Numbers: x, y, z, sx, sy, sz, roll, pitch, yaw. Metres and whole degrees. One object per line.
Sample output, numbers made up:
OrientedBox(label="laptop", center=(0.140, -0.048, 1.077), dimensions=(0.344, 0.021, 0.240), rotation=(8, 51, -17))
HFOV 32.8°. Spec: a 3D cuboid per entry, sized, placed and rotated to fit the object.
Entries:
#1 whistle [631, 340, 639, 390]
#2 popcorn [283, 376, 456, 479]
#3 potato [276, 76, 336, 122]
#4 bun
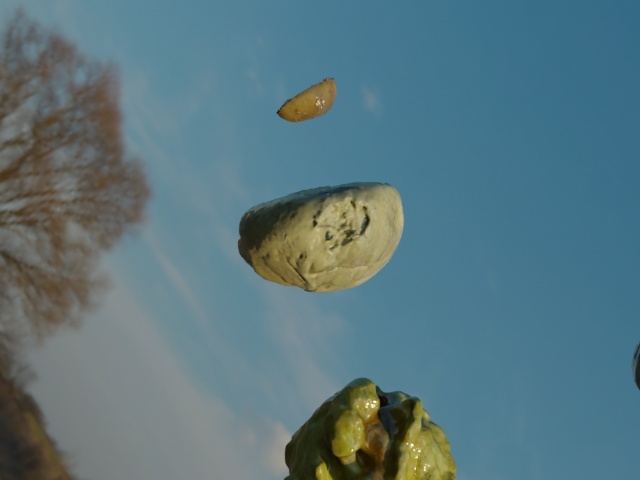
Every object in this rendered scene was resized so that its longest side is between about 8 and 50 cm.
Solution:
OrientedBox(label="whistle", center=(0.395, 0.176, 0.702), dimensions=(0.405, 0.188, 0.168), rotation=(49, 14, -1))
OrientedBox(label="popcorn", center=(0.088, 0.336, 1.633), dimensions=(0.250, 0.235, 0.242), rotation=(24, -25, -16))
OrientedBox(label="potato", center=(-0.009, -0.182, 1.439), dimensions=(0.036, 0.093, 0.037), rotation=(57, -16, 7))
OrientedBox(label="bun", center=(0.000, 0.000, 1.381), dimensions=(0.220, 0.220, 0.134), rotation=(171, -94, -68))
